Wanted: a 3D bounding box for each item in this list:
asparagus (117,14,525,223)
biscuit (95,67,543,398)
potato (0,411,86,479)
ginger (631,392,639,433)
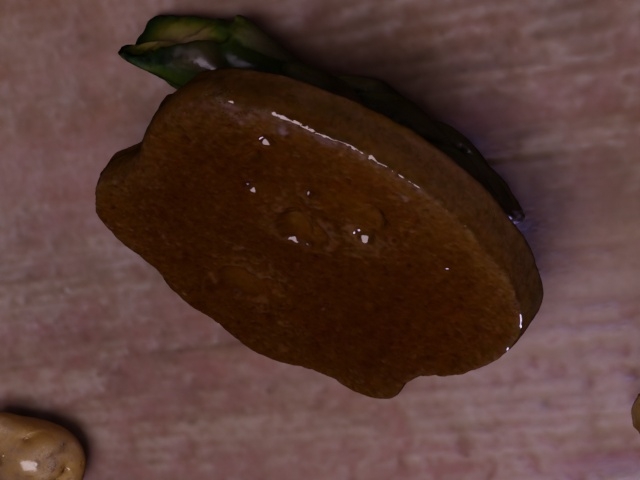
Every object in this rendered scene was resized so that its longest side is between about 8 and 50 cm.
[{"bbox_3d":[0.004,-0.080,1.190,0.287,0.080,0.080,29,116,2],"label":"asparagus"},{"bbox_3d":[0.001,-0.001,1.185,0.273,0.049,0.257,37,142,-13],"label":"biscuit"},{"bbox_3d":[-0.216,0.160,1.364,0.083,0.062,0.068,36,103,25],"label":"potato"},{"bbox_3d":[0.311,0.132,1.161,0.216,0.102,0.157,31,123,4],"label":"ginger"}]
